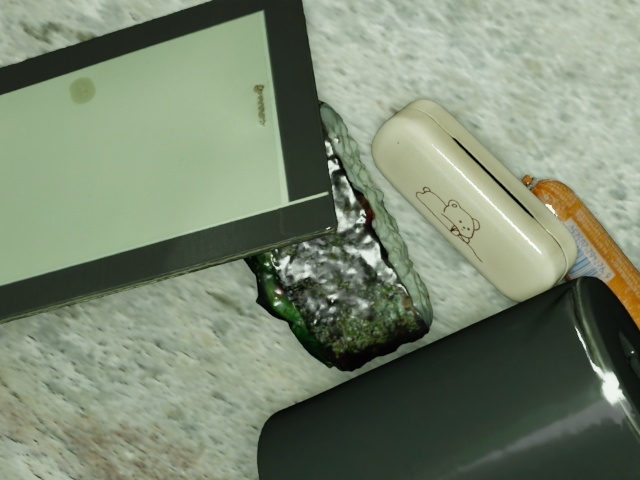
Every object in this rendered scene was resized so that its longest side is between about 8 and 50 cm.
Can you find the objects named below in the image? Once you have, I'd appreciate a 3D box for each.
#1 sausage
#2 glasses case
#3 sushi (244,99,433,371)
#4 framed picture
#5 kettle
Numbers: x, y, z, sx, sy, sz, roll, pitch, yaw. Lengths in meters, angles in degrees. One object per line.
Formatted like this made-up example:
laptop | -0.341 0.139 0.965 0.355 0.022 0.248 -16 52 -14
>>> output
sausage | 0.283 0.079 1.132 0.053 0.053 0.348 -39 96 14
glasses case | 0.127 -0.033 1.099 0.196 0.050 0.083 44 148 7
sushi | 0.000 0.000 1.112 0.127 0.124 0.225 -27 98 11
framed picture | -0.164 -0.072 1.082 0.347 0.016 0.265 -16 57 11
kettle | 0.144 0.197 1.083 0.308 0.203 0.262 -29 101 20
